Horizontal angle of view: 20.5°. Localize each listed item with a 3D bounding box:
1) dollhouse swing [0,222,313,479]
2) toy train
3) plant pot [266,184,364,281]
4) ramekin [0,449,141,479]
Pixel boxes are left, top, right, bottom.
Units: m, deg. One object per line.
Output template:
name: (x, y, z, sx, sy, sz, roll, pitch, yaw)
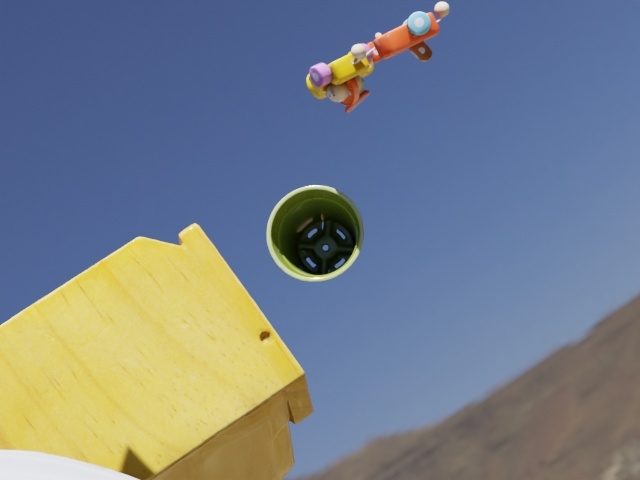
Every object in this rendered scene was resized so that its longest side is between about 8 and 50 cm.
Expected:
dollhouse swing: (-0.222, 0.216, 2.146, 0.347, 0.315, 0.305, -34, -9, -14)
toy train: (0.050, -0.147, 1.484, 0.125, 0.046, 0.166, -27, 2, -6)
plant pot: (0.000, 0.000, 1.535, 0.083, 0.083, 0.079, -34, -11, 1)
ramekin: (-0.199, 0.257, 1.215, 0.273, 0.273, 0.127, -12, -60, -60)
